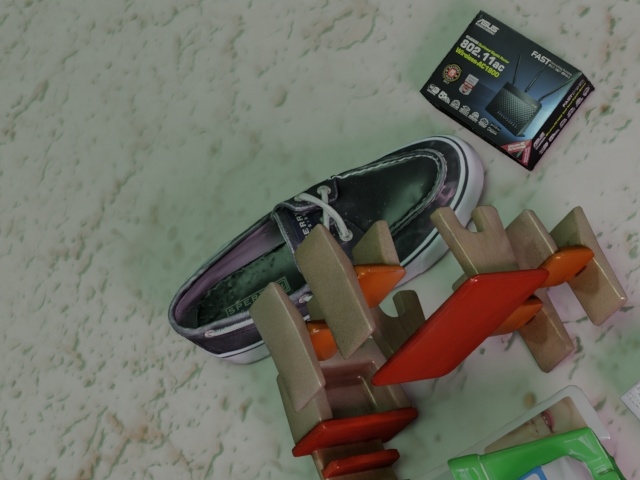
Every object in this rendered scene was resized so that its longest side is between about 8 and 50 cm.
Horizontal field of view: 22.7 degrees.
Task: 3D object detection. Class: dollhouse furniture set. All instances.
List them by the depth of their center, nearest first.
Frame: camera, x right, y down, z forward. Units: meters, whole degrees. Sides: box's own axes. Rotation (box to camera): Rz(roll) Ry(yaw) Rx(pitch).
[{"bbox_3d":[0.078,0.095,1.236,0.259,0.262,0.135,-50,54,43],"label":"dollhouse furniture set"}]

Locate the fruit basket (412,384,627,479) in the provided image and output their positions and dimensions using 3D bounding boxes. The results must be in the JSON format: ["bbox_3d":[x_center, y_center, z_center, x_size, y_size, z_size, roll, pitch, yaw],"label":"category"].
[{"bbox_3d":[0.099,0.303,1.145,0.353,0.165,0.327,-26,49,3],"label":"fruit basket"}]

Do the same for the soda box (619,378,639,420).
[{"bbox_3d":[0.310,0.167,1.192,0.063,0.058,0.183,-44,59,7],"label":"soda box"}]

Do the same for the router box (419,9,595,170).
[{"bbox_3d":[0.160,-0.130,1.376,0.122,0.038,0.092,37,91,31],"label":"router box"}]

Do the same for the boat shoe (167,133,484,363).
[{"bbox_3d":[0.000,0.000,1.374,0.301,0.102,0.108,-31,62,14],"label":"boat shoe"}]
